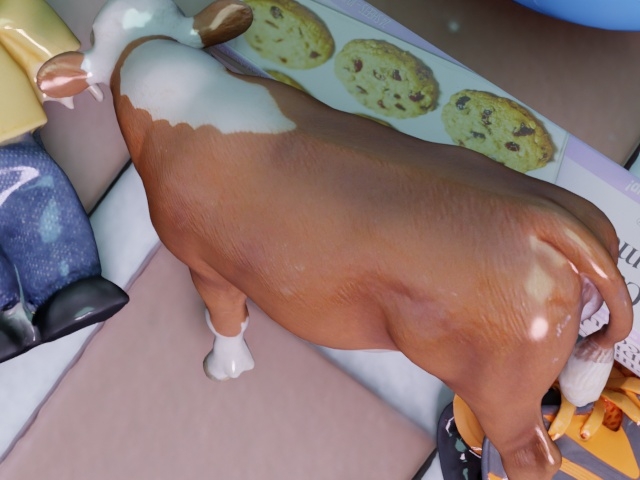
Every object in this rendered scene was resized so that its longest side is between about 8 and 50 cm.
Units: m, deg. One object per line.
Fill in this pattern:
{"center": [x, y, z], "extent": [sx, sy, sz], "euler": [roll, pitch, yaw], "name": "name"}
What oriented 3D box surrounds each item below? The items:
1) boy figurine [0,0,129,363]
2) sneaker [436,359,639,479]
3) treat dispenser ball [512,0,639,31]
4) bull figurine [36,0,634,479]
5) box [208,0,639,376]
{"center": [-0.205, -0.072, 0.616], "extent": [0.177, 0.092, 0.285], "euler": [-27, 89, -11], "name": "boy figurine"}
{"center": [0.167, 0.069, 0.637], "extent": [0.180, 0.124, 0.321], "euler": [17, 85, -7], "name": "sneaker"}
{"center": [0.155, -0.241, 0.574], "extent": [0.288, 0.288, 0.288], "euler": [0, 87, -7], "name": "treat dispenser ball"}
{"center": [0.000, 0.000, 0.563], "extent": [0.101, 0.310, 0.188], "euler": [-40, 137, -25], "name": "bull figurine"}
{"center": [0.082, -0.030, 0.603], "extent": [0.324, 0.063, 0.067], "euler": [37, 80, 20], "name": "box"}
